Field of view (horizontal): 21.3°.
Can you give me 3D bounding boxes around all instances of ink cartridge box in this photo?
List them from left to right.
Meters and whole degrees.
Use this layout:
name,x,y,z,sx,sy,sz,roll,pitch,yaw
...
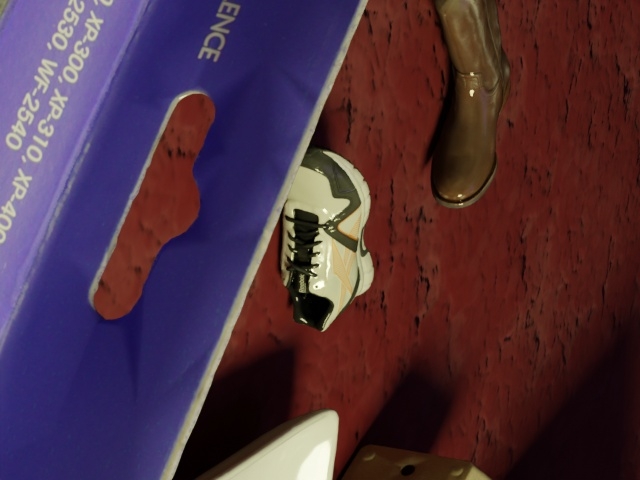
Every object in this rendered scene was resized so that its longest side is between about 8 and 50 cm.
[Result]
name,x,y,z,sx,sy,sz,roll,pitch,yaw
ink cartridge box,-0.106,-0.032,0.376,0.206,0.208,0.045,-69,156,-13

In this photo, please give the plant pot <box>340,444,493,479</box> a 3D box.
name,x,y,z,sx,sy,sz,roll,pitch,yaw
plant pot,0.053,0.173,0.931,0.109,0.109,0.096,-54,135,-36

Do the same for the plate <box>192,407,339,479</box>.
name,x,y,z,sx,sy,sz,roll,pitch,yaw
plate,-0.088,0.229,0.738,0.278,0.045,0.277,-21,122,-59

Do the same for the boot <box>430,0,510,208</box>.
name,x,y,z,sx,sy,sz,roll,pitch,yaw
boot,0.074,-0.089,0.898,0.114,0.037,0.106,74,26,-52

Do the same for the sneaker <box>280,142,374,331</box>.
name,x,y,z,sx,sy,sz,roll,pitch,yaw
sneaker,0.000,0.000,0.797,0.044,0.040,0.109,-54,147,-33
